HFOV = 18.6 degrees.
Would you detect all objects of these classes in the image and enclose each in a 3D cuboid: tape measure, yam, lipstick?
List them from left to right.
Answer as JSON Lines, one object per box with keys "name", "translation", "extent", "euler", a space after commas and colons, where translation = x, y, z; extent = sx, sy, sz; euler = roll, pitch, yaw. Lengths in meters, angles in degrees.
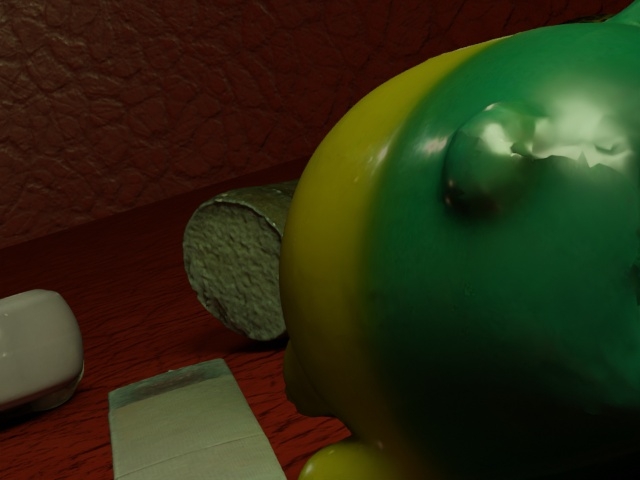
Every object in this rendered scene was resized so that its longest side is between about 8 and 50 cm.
{"name": "tape measure", "translation": [-0.285, 0.109, 1.588], "extent": [0.196, 0.105, 0.178], "euler": [-16, 0, -14]}
{"name": "lipstick", "translation": [-0.059, 0.130, 0.985], "extent": [0.079, 0.076, 0.371], "euler": [-16, 7, -6]}
{"name": "yam", "translation": [0.000, 0.000, 1.678], "extent": [0.133, 0.133, 0.330], "euler": [-12, 4, 27]}

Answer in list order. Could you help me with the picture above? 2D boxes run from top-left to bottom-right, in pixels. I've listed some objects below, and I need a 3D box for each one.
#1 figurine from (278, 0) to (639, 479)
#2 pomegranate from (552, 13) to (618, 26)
{"name": "figurine", "translation": [0.109, 0.010, 0.901], "extent": [0.231, 0.324, 0.340], "euler": [32, -16, -30]}
{"name": "pomegranate", "translation": [0.211, -0.015, 1.221], "extent": [0.204, 0.276, 0.222], "euler": [-54, 13, 26]}
